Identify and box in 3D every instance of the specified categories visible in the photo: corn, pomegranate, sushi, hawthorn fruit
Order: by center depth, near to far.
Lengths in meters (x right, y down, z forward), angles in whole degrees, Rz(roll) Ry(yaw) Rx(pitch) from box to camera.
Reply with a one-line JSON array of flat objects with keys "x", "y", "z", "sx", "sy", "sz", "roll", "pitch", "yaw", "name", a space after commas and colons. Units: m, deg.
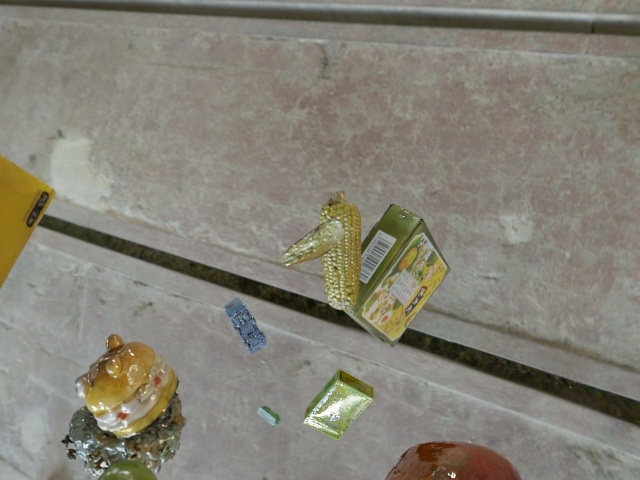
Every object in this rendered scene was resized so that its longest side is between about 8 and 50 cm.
[{"x": 0.184, "y": 0.447, "z": 0.872, "sx": 0.300, "sy": 0.254, "sz": 0.254, "roll": -20, "pitch": 66, "yaw": 47, "name": "hawthorn fruit"}, {"x": 0.055, "y": 0.027, "z": 1.482, "sx": 0.119, "sy": 0.119, "sz": 0.322, "roll": 5, "pitch": 104, "yaw": 26, "name": "corn"}, {"x": -0.537, "y": 0.686, "z": 1.520, "sx": 0.179, "sy": 0.179, "sz": 0.210, "roll": -49, "pitch": 28, "yaw": 6, "name": "pomegranate"}, {"x": -0.666, "y": 0.644, "z": 1.878, "sx": 0.417, "sy": 0.417, "sz": 0.176, "roll": 11, "pitch": 103, "yaw": 26, "name": "sushi"}]

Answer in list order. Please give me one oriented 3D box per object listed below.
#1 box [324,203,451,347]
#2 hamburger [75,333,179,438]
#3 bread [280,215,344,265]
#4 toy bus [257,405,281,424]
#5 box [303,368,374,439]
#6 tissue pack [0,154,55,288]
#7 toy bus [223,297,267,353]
[{"x": 0.243, "y": 0.133, "z": 1.860, "sx": 0.138, "sy": 0.420, "sz": 0.373, "roll": 32, "pitch": 82, "yaw": 36, "name": "box"}, {"x": -0.597, "y": 0.431, "z": 1.672, "sx": 0.276, "sy": 0.237, "sz": 0.276, "roll": -24, "pitch": 29, "yaw": 14, "name": "hamburger"}, {"x": -0.020, "y": 0.014, "z": 1.114, "sx": 0.136, "sy": 0.154, "sz": 0.054, "roll": -29, "pitch": 79, "yaw": -13, "name": "bread"}, {"x": -0.174, "y": 0.600, "z": 1.883, "sx": 0.083, "sy": 0.037, "sz": 0.031, "roll": 27, "pitch": 98, "yaw": 36, "name": "toy bus"}, {"x": 0.058, "y": 0.536, "z": 1.786, "sx": 0.141, "sy": 0.064, "sz": 0.220, "roll": 31, "pitch": 116, "yaw": -11, "name": "box"}, {"x": -0.601, "y": 0.018, "z": 0.735, "sx": 0.228, "sy": 0.293, "sz": 0.382, "roll": 0, "pitch": 60, "yaw": 36, "name": "tissue pack"}, {"x": -0.258, "y": 0.297, "z": 1.911, "sx": 0.079, "sy": 0.236, "sz": 0.094, "roll": -28, "pitch": 49, "yaw": -9, "name": "toy bus"}]
